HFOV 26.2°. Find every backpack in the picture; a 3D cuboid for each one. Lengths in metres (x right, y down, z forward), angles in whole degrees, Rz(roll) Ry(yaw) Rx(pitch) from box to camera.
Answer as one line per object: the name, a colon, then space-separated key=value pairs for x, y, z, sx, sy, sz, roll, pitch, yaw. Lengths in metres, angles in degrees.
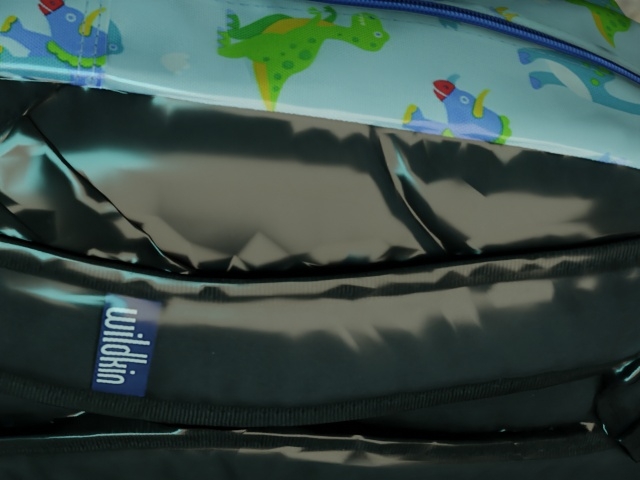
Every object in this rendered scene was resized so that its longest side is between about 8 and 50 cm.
backpack: x=0.000 y=0.000 z=0.558 sx=0.355 sy=0.273 sz=0.290 roll=8 pitch=127 yaw=2
